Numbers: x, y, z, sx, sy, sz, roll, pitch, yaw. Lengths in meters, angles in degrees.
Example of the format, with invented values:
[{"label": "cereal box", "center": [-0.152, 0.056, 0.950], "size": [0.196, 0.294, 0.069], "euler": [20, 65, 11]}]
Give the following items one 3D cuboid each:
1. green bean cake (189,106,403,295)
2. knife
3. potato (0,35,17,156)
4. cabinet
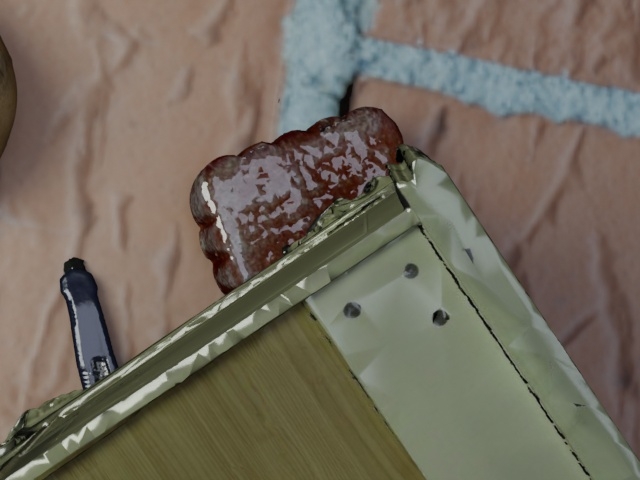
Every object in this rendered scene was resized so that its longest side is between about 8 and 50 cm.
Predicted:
[{"label": "green bean cake", "center": [0.000, 0.000, 1.039], "size": [0.135, 0.056, 0.135], "euler": [-21, 90, -16]}, {"label": "knife", "center": [-0.128, 0.067, 1.017], "size": [0.031, 0.018, 0.121], "euler": [-15, 86, -9]}, {"label": "potato", "center": [-0.229, -0.092, 0.968], "size": [0.112, 0.112, 0.147], "euler": [-33, 88, -16]}, {"label": "cabinet", "center": [0.001, 0.158, 0.893], "size": [0.318, 0.227, 0.290], "euler": [-35, 94, 3]}]
